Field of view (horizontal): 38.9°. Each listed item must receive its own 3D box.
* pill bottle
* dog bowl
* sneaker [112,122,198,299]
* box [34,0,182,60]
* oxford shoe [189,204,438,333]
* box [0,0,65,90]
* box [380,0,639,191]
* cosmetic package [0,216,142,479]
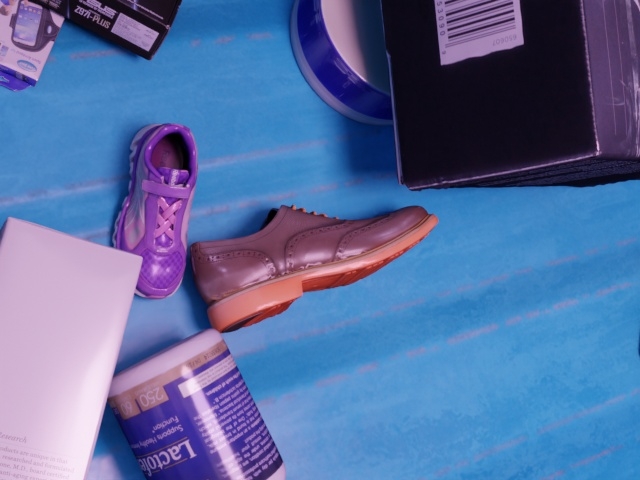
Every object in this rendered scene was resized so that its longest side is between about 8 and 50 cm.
[{"bbox_3d":[-0.132,0.250,1.067,0.153,0.153,0.264,-27,90,-29],"label":"pill bottle"},{"bbox_3d":[0.095,-0.311,1.344,0.265,0.104,0.265,7,74,-25],"label":"dog bowl"},{"bbox_3d":[-0.198,-0.046,1.136,0.095,0.104,0.236,9,75,-26],"label":"sneaker"},{"bbox_3d":[-0.267,-0.344,1.173,0.180,0.077,0.147,26,54,-18],"label":"box"},{"bbox_3d":[0.000,0.000,1.212,0.364,0.130,0.133,-20,79,-30],"label":"oxford shoe"},{"bbox_3d":[-0.378,-0.258,1.143,0.081,0.028,0.136,23,66,-20],"label":"box"},{"bbox_3d":[0.338,-0.322,1.257,0.472,0.297,0.480,-5,88,-48],"label":"box"},{"bbox_3d":[-0.321,0.183,0.968,0.155,0.197,0.365,17,69,-21],"label":"cosmetic package"}]
